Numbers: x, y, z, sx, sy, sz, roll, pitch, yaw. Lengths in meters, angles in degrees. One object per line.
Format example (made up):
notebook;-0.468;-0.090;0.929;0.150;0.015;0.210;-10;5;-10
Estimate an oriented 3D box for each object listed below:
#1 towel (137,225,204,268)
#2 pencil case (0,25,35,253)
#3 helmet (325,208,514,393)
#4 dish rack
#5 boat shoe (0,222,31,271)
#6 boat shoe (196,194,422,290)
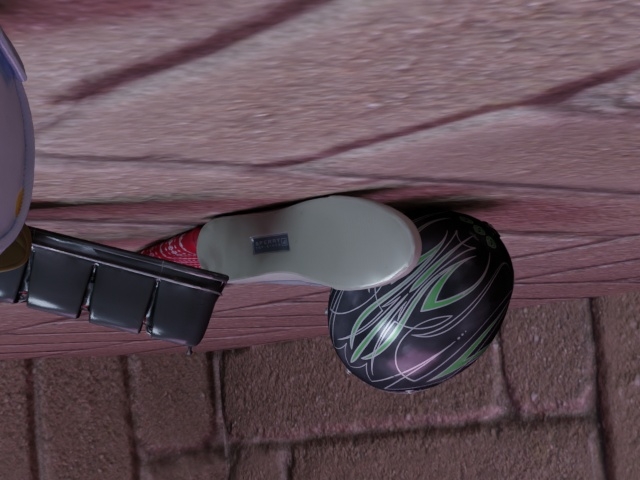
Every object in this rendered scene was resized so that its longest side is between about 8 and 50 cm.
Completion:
towel;-0.081;0.016;1.507;0.198;0.031;0.275;-1;172;-24
pencil case;-0.257;-0.030;0.622;0.273;0.114;0.124;-7;-147;19
helmet;0.088;0.055;1.352;0.169;0.169;0.161;-9;-169;35
dish rack;-0.189;0.041;1.284;0.208;0.074;0.271;15;177;-3
boat shoe;-0.292;-0.004;1.104;0.153;0.056;0.048;2;180;-34
boat shoe;0.000;0.001;1.280;0.227;0.079;0.081;-2;-177;36
